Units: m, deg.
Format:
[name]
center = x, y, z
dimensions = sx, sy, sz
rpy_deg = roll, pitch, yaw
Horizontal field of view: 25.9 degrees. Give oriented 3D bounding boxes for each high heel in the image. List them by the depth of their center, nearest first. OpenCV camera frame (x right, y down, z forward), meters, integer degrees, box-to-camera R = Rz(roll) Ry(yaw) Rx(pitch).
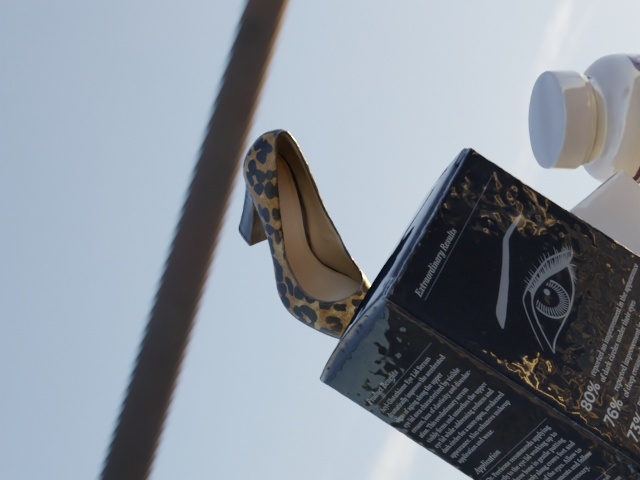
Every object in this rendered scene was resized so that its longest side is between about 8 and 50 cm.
[high heel]
center = 0.000, 0.000, 1.582
dimensions = 0.093, 0.261, 0.186
rpy_deg = -31, -28, -32

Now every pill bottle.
[pill bottle]
center = 0.427, -0.154, 1.773
dimensions = 0.301, 0.169, 0.169
rpy_deg = -1, -51, -12

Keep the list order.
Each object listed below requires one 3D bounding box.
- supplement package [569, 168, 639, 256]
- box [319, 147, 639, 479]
[supplement package]
center = 0.328, 0.068, 1.616
dimensions = 0.149, 0.194, 0.203
rpy_deg = -34, -13, -41
[box]
center = 0.130, 0.067, 0.885
dimensions = 0.153, 0.207, 0.108
rpy_deg = -56, -1, -41
